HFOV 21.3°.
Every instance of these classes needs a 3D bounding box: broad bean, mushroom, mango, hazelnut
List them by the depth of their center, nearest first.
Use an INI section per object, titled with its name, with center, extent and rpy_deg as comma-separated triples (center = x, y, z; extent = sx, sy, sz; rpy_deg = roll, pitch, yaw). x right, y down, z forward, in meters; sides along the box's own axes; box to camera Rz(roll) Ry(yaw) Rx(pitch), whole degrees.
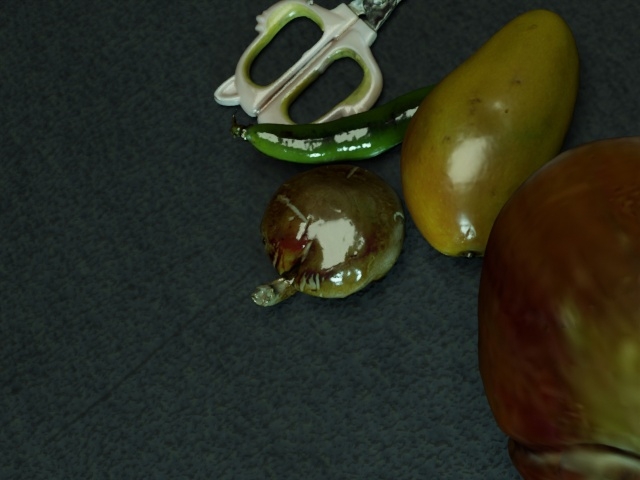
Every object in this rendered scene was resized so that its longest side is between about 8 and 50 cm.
[hazelnut]
center = 0.289, 0.091, 1.374
extent = 0.315, 0.372, 0.372
rpy_deg = -26, 71, 1
[mango]
center = 0.157, -0.105, 1.582
extent = 0.138, 0.113, 0.253
rpy_deg = 24, 80, 15
[mushroom]
center = -0.001, -0.001, 1.611
extent = 0.170, 0.080, 0.135
rpy_deg = -46, 60, -5
[broad bean]
center = 0.027, -0.110, 1.632
extent = 0.227, 0.039, 0.069
rpy_deg = -7, 69, -4

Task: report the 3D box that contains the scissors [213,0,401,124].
[scissors]
center = 0.038, -0.220, 1.689
extent = 0.317, 0.024, 0.160
rpy_deg = -44, 70, -1
